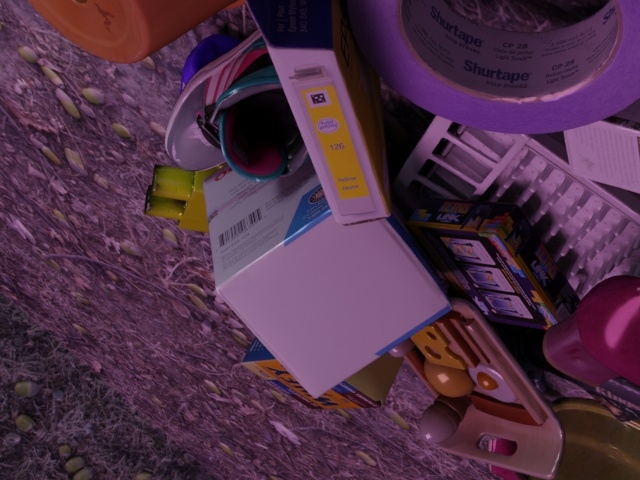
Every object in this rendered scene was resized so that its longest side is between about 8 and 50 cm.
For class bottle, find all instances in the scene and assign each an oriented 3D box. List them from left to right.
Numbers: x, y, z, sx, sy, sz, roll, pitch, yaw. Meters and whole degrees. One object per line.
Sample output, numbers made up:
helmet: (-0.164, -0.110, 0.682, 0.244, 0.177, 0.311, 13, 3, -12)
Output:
bottle: (-0.128, -0.156, 1.699, 0.118, 0.092, 0.283, 29, 155, 4)

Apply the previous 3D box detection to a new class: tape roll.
tape roll: (0.164, -0.213, 1.104, 0.274, 0.090, 0.275, 10, 146, 7)

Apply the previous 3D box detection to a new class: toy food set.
toy food set: (0.150, 0.175, 1.639, 0.219, 0.092, 0.306, 6, 141, 54)

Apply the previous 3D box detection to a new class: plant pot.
plant pot: (-0.200, -0.327, 1.368, 0.291, 0.203, 0.291, 30, 154, 17)
plant pot: (0.375, 0.404, 1.813, 0.276, 0.254, 0.276, 30, 154, 16)

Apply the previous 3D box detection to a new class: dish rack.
dish rack: (0.257, -0.029, 1.434, 0.333, 0.072, 0.285, 36, 155, 3)

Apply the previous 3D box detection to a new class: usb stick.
usb stick: (0.380, 0.179, 1.597, 0.278, 0.045, 0.077, 24, 151, 27)

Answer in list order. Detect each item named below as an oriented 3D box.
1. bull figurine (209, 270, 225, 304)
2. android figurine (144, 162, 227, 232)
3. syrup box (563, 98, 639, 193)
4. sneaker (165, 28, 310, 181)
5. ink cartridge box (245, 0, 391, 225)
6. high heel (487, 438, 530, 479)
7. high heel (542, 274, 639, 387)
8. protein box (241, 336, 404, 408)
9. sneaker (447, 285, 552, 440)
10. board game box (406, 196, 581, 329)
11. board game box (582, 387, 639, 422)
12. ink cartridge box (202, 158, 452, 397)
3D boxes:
bull figurine: (-0.051, 0.114, 2.059, 0.310, 0.101, 0.188, 50, 155, -26)
android figurine: (-0.097, -0.051, 1.755, 0.272, 0.056, 0.248, 7, 162, -10)
syrup box: (0.348, -0.089, 1.179, 0.236, 0.093, 0.096, 21, 150, 32)
sneaker: (-0.088, -0.126, 1.469, 0.123, 0.178, 0.295, 35, 130, -21)
ink cartridge box: (-0.001, -0.225, 1.196, 0.072, 0.304, 0.307, -8, 141, 9)
high heel: (0.325, 0.355, 2.041, 0.117, 0.082, 0.244, -4, 126, 11)
high heel: (0.430, 0.135, 1.342, 0.377, 0.127, 0.181, 14, 155, -15)
protein box: (0.025, 0.118, 1.824, 0.136, 0.200, 0.201, 35, 158, -20)
sneaker: (0.246, 0.162, 1.781, 0.122, 0.110, 0.283, -5, 134, 26)
board game box: (0.197, 0.027, 1.471, 0.141, 0.048, 0.170, 9, 145, 49)
board game box: (0.399, 0.175, 1.655, 0.126, 0.026, 0.186, 41, 155, -7)
ink cartridge box: (0.000, 0.000, 1.535, 0.197, 0.198, 0.270, 50, -168, -28)
